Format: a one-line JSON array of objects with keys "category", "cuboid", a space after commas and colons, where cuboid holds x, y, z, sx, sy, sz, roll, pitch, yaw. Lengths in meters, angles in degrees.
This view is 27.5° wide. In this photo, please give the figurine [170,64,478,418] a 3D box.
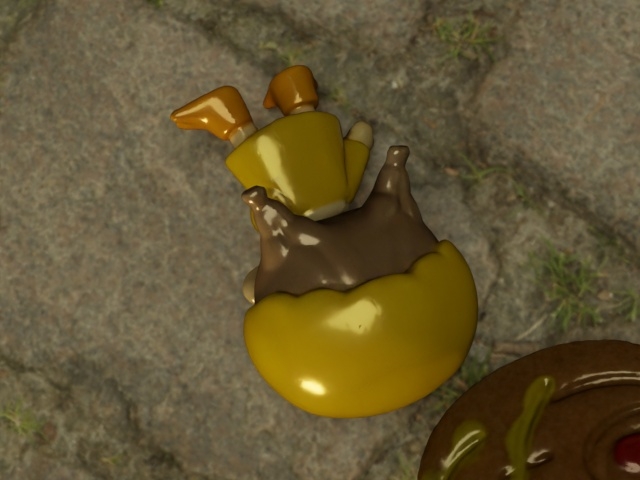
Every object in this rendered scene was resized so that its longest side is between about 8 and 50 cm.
[{"category": "figurine", "cuboid": [0.000, 0.000, 1.202, 0.215, 0.187, 0.343, -26, 71, -10]}]

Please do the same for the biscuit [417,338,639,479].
[{"category": "biscuit", "cuboid": [0.265, 0.250, 1.098, 0.350, 0.070, 0.394, -26, 54, -5]}]
